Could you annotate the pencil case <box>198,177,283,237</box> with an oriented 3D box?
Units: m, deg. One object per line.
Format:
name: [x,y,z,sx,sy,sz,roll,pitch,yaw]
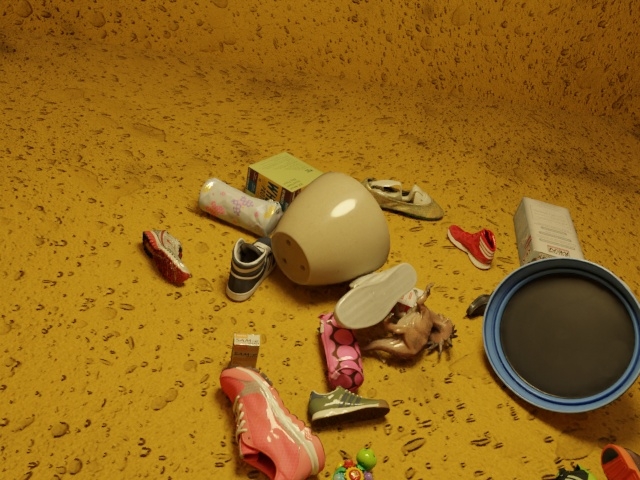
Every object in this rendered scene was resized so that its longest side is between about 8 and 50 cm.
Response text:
pencil case: [-0.262,-0.108,1.733,0.273,0.124,0.113,21,37,12]

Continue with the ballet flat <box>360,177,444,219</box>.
ballet flat: [0.310,-0.164,1.999,0.348,0.123,0.123,12,36,-3]

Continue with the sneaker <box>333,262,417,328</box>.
sneaker: [0.114,0.163,1.428,0.292,0.169,0.108,-25,90,-38]

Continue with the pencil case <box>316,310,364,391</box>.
pencil case: [0.047,0.278,1.351,0.098,0.095,0.209,36,22,-32]

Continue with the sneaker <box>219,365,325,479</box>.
sneaker: [-0.134,0.389,1.124,0.136,0.116,0.314,-26,52,-39]

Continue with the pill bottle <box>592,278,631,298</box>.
pill bottle: [0.745,0.223,1.493,0.152,0.272,0.152,9,36,-7]

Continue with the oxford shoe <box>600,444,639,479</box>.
oxford shoe: [0.735,0.579,1.173,0.098,0.097,0.271,12,36,-12]

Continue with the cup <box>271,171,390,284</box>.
cup: [0.000,0.000,1.531,0.237,0.331,0.331,-32,55,-33]

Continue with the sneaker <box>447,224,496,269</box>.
sneaker: [0.541,-0.014,1.862,0.087,0.128,0.221,-10,44,-30]

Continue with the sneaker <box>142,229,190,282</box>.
sneaker: [-0.428,0.034,1.522,0.092,0.088,0.225,-15,45,-35]

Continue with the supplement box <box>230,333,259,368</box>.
supplement box: [-0.182,0.270,1.278,0.062,0.098,0.036,5,37,-11]

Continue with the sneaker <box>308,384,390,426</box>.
sneaker: [0.063,0.375,1.245,0.192,0.064,0.086,-3,44,-17]

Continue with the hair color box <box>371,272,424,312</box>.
hair color box: [0.215,0.165,1.585,0.167,0.053,0.093,20,37,11]

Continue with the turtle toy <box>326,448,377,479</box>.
turtle toy: [0.072,0.488,1.098,0.095,0.066,0.130,29,39,19]

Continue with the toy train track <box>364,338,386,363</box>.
toy train track: [0.152,0.294,1.426,0.048,0.014,0.083,-9,43,-28]

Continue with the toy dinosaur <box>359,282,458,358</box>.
toy dinosaur: [0.257,0.250,1.429,0.295,0.127,0.200,-32,96,-28]

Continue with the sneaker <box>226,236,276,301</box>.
sneaker: [-0.184,0.036,1.541,0.099,0.153,0.282,19,37,6]

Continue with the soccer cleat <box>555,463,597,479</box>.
soccer cleat: [0.545,0.553,1.182,0.178,0.060,0.072,-5,30,-34]

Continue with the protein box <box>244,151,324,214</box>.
protein box: [-0.124,-0.189,1.873,0.201,0.136,0.199,32,39,24]

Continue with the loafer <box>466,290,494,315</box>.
loafer: [0.517,0.200,1.631,0.170,0.062,0.061,-16,50,-32]

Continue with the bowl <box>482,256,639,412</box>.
bowl: [0.623,0.240,1.376,0.391,0.391,0.077,43,12,34]

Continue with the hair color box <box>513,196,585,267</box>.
hair color box: [0.833,-0.004,1.958,0.185,0.114,0.374,16,36,4]
